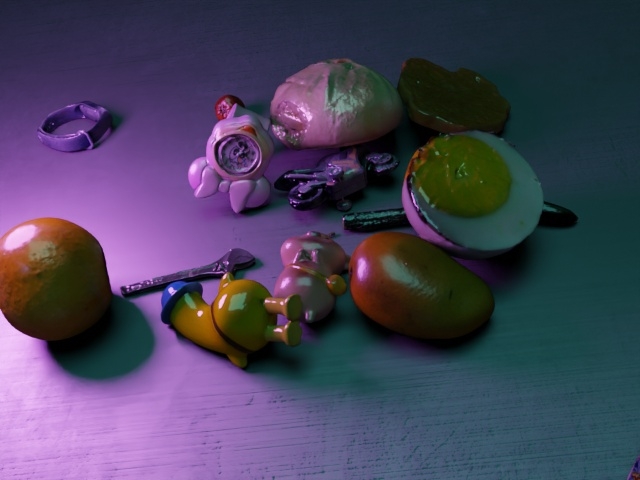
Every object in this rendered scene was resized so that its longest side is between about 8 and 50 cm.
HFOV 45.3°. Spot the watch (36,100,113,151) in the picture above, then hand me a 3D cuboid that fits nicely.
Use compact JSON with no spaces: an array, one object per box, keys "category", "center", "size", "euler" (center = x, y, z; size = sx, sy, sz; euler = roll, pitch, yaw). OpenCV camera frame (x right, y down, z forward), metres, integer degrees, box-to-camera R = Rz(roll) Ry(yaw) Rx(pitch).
[{"category":"watch","center":[-0.726,-0.336,2.278],"size":[0.206,0.068,0.193],"euler":[27,58,36]}]

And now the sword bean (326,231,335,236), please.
[{"category":"sword bean","center":[0.000,0.000,1.846],"size":[0.083,0.012,0.012],"euler":[-29,47,-17]}]

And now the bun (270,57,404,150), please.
[{"category":"bun","center":[0.039,-0.372,2.019],"size":[0.365,0.202,0.364],"euler":[-6,21,3]}]

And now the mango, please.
[{"category":"mango","center":[0.204,0.100,1.601],"size":[0.317,0.172,0.211],"euler":[22,50,14]}]

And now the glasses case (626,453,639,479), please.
[{"category":"glasses case","center":[0.604,0.369,1.324],"size":[0.087,0.065,0.248],"euler":[24,54,33]}]

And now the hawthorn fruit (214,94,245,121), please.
[{"category":"hawthorn fruit","center":[-0.262,-0.383,2.237],"size":[0.093,0.093,0.093],"euler":[-5,44,5]}]

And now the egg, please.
[{"category":"egg","center":[0.325,-0.075,1.729],"size":[0.337,0.201,0.336],"euler":[4,58,-6]}]

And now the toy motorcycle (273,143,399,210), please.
[{"category":"toy motorcycle","center":[0.043,-0.168,1.951],"size":[0.307,0.108,0.173],"euler":[-23,37,-12]}]

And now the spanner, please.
[{"category":"spanner","center":[-0.313,0.080,1.807],"size":[0.326,0.026,0.093],"euler":[-13,43,-2]}]

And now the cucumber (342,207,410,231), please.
[{"category":"cucumber","center":[0.180,-0.056,1.850],"size":[0.257,0.043,0.044],"euler":[-7,49,1]}]

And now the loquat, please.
[{"category":"loquat","center":[-0.600,0.080,1.682],"size":[0.275,0.274,0.274],"euler":[-5,44,5]}]

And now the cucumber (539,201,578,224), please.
[{"category":"cucumber","center":[0.464,-0.080,1.819],"size":[0.285,0.056,0.056],"euler":[11,47,19]}]

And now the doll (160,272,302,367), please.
[{"category":"doll","center":[-0.203,0.167,1.615],"size":[0.363,0.199,0.145],"euler":[-1,-2,33]}]

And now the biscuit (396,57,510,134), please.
[{"category":"biscuit","center":[0.360,-0.388,2.102],"size":[0.312,0.057,0.351],"euler":[0,42,-19]}]

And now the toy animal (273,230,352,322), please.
[{"category":"toy animal","center":[-0.020,0.081,1.675],"size":[0.165,0.149,0.248],"euler":[15,40,3]}]

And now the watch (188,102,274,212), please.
[{"category":"watch","center":[-0.212,-0.219,1.989],"size":[0.211,0.248,0.217],"euler":[22,15,-12]}]
